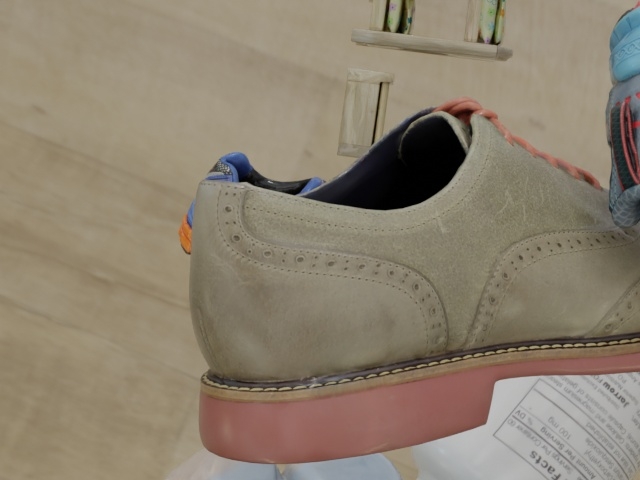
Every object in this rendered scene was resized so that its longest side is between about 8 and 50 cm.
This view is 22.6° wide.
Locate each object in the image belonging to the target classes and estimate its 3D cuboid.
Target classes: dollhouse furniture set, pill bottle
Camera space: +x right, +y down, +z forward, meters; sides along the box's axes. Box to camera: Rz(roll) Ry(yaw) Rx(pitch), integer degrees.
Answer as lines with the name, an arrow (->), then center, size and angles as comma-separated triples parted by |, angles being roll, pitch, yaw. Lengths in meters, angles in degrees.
dollhouse furniture set -> 0.077, -0.141, 1.063 | 0.101, 0.161, 0.181 | 7, 95, 4
pill bottle -> 0.135, 0.142, 1.068 | 0.131, 0.131, 0.229 | 38, 80, 16

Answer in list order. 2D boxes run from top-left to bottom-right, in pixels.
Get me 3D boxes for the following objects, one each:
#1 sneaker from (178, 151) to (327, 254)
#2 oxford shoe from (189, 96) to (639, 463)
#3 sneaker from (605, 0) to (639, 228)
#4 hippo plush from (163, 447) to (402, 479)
sneaker -> 0.000, 0.000, 1.194 | 0.221, 0.083, 0.087 | 18, 116, 10
oxford shoe -> 0.097, -0.004, 0.721 | 0.123, 0.348, 0.130 | 3, 104, 51
sneaker -> 0.224, 0.003, 0.715 | 0.262, 0.104, 0.125 | 27, 60, -18
hippo plush -> -0.013, 0.267, 0.918 | 0.294, 0.236, 0.234 | 11, 35, -9
